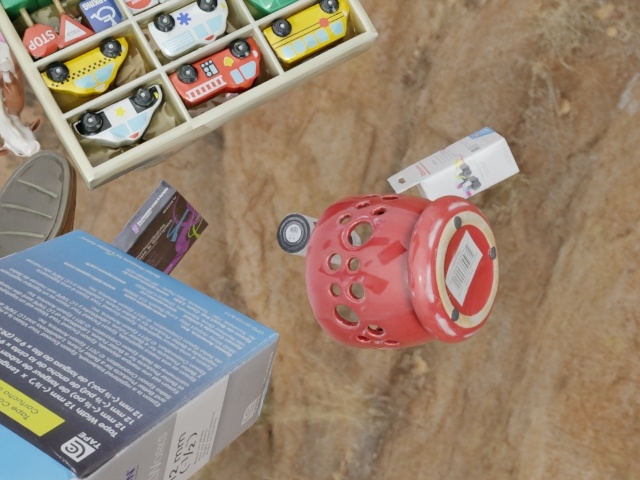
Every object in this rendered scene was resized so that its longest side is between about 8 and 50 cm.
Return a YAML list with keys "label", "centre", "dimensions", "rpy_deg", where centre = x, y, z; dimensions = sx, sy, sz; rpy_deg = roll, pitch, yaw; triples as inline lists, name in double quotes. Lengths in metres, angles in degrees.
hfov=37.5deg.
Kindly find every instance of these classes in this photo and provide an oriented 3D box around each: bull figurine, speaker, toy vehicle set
- label: "bull figurine"
  centre: [-0.564, -0.293, 1.641]
  dimensions: [0.188, 0.101, 0.310]
  rpy_deg: [124, 129, -71]
- label: "speaker"
  centre: [0.000, 0.000, 1.285]
  dimensions: [0.055, 0.136, 0.055]
  rpy_deg: [-6, 78, 32]
- label: "toy vehicle set"
  centre: [-0.107, -0.174, 0.758]
  dimensions: [0.166, 0.267, 0.035]
  rpy_deg: [59, 164, 4]

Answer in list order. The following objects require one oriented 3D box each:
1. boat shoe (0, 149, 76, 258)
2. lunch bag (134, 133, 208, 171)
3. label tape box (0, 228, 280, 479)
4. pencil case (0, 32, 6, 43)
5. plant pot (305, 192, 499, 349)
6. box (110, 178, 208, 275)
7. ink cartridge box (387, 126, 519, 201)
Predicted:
- label: "boat shoe"
  centre: [-0.413, 0.025, 1.350]
  dimensions: [0.111, 0.104, 0.307]
  rpy_deg: [17, 87, 15]
- label: "lunch bag"
  centre: [-0.190, -0.240, 1.396]
  dimensions: [0.235, 0.169, 0.287]
  rpy_deg: [-23, 25, 46]
- label: "label tape box"
  centre: [-0.231, 0.128, 0.790]
  dimensions: [0.249, 0.348, 0.115]
  rpy_deg: [26, 118, 20]
- label: "pencil case"
  centre: [-0.268, -0.352, 0.871]
  dimensions: [0.160, 0.167, 0.386]
  rpy_deg: [-52, -11, -34]
- label: "plant pot"
  centre: [0.106, 0.037, 1.115]
  dimensions: [0.174, 0.191, 0.191]
  rpy_deg: [0, 72, 40]
- label: "box"
  centre: [-0.209, -0.005, 1.226]
  dimensions: [0.029, 0.162, 0.116]
  rpy_deg: [36, 83, 16]
- label: "ink cartridge box"
  centre: [0.203, -0.102, 1.465]
  dimensions: [0.181, 0.061, 0.104]
  rpy_deg: [-27, 17, 3]
